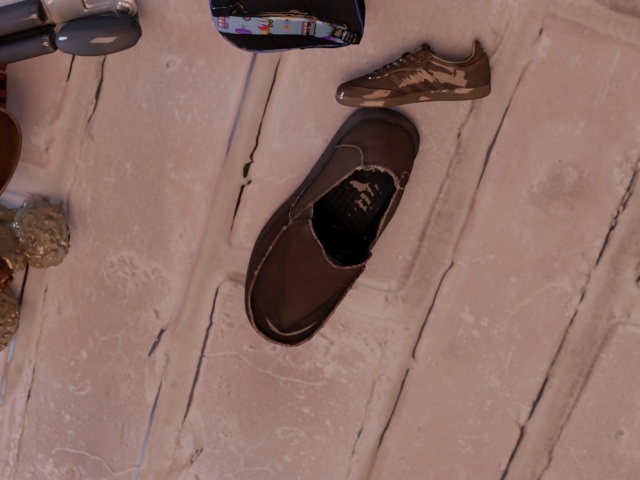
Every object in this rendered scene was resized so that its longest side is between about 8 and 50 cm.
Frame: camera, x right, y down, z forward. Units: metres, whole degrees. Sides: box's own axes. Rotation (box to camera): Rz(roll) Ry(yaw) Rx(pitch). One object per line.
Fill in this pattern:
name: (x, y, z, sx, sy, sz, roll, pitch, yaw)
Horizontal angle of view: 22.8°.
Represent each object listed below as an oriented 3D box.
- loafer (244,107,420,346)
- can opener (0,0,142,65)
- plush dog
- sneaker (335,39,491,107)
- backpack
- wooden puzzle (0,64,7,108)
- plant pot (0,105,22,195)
loafer: (0.000, 0.000, 1.988, 0.134, 0.130, 0.366, 23, 120, -8)
can opener: (-0.349, -0.251, 1.906, 0.280, 0.093, 0.074, -9, 120, 16)
plush dog: (-0.465, 0.056, 2.012, 0.211, 0.225, 0.262, 31, 119, -12)
sneaker: (0.110, -0.202, 1.909, 0.188, 0.066, 0.071, -4, 103, 2)
backpack: (-0.040, -0.297, 1.826, 0.173, 0.117, 0.158, -6, 120, 8)
wooden puzzle: (-0.419, -0.190, 1.991, 0.049, 0.006, 0.083, 9, 121, 1)
plant pot: (-0.518, -0.138, 1.910, 0.230, 0.215, 0.215, 40, 122, 23)
